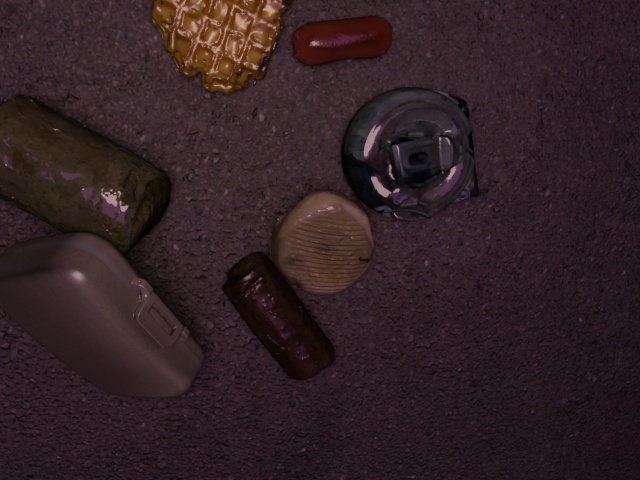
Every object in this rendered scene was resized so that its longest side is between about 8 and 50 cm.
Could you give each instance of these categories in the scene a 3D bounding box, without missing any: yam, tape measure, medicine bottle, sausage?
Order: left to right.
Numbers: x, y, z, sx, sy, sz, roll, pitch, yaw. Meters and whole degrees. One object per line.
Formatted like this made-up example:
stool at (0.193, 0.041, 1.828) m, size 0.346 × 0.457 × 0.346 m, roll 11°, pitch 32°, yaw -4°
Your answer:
yam at (-0.423, -0.104, 0.808) m, size 0.300 × 0.195 × 0.195 m, roll 32°, pitch 98°, yaw -15°
medicine bottle at (-0.393, 0.152, 0.839) m, size 0.283 × 0.122 × 0.374 m, roll -8°, pitch 129°, yaw 23°
yam at (-0.090, 0.165, 0.975) m, size 0.131 × 0.131 × 0.279 m, roll -34°, pitch 107°, yaw 1°
sausage at (0.043, -0.377, 0.870) m, size 0.194 × 0.077 × 0.077 m, roll -9°, pitch 107°, yaw -6°
tape measure at (0.181, -0.171, 0.912) m, size 0.275 × 0.147 × 0.255 m, roll -16°, pitch 107°, yaw -6°

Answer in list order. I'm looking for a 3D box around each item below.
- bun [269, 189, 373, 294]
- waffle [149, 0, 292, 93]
bun at (0.000, 0.000, 0.946) m, size 0.210 × 0.116 × 0.236 m, roll -5°, pitch 121°, yaw -11°
waffle at (-0.169, -0.418, 0.829) m, size 0.263 × 0.060 × 0.280 m, roll -24°, pitch 108°, yaw -2°
